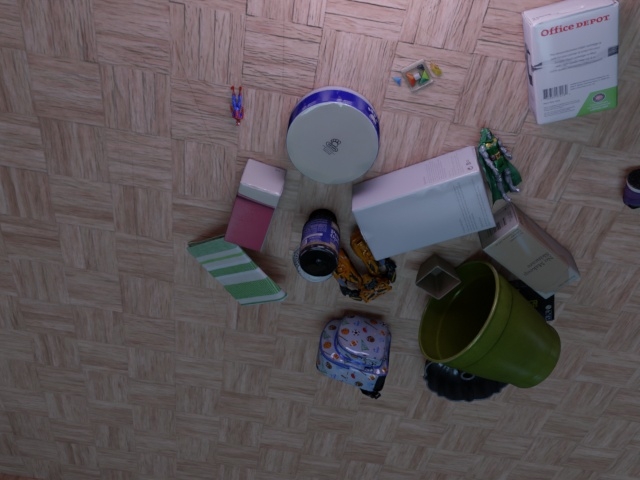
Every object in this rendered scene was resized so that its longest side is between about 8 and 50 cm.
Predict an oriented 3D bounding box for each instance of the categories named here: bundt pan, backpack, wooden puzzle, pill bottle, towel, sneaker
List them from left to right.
[{"bbox_3d":[-0.285,0.107,1.955,0.248,0.038,0.325,-11,129,42],"label":"towel"},{"bbox_3d":[0.000,0.000,1.780,0.123,0.219,0.122,2,129,3],"label":"pill bottle"},{"bbox_3d":[0.120,0.401,2.073,0.263,0.276,0.213,8,124,7],"label":"backpack"},{"bbox_3d":[0.262,-0.446,1.539,0.116,0.014,0.078,-29,120,25],"label":"wooden puzzle"},{"bbox_3d":[0.551,0.464,2.161,0.331,0.124,0.330,3,129,3],"label":"bundt pan"},{"bbox_3d":[1.035,-0.155,1.666,0.283,0.107,0.124,-3,143,12],"label":"sneaker"}]

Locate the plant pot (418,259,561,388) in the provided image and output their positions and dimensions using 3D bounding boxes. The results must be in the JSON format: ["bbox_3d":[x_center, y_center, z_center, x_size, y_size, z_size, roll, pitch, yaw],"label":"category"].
[{"bbox_3d":[0.577,0.305,1.875,0.353,0.366,0.366,30,125,-17],"label":"plant pot"}]

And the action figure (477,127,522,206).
[{"bbox_3d":[0.509,-0.223,1.644,0.137,0.063,0.232,-43,117,-19],"label":"action figure"}]

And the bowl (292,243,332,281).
[{"bbox_3d":[-0.015,0.088,1.940,0.170,0.080,0.170,2,127,3],"label":"bowl"}]

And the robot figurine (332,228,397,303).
[{"bbox_3d":[0.139,0.103,1.912,0.211,0.085,0.291,-31,127,9],"label":"robot figurine"}]

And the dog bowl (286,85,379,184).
[{"bbox_3d":[0.036,-0.294,1.619,0.265,0.104,0.265,2,129,3],"label":"dog bowl"}]

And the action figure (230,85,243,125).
[{"bbox_3d":[-0.238,-0.380,1.625,0.038,0.030,0.115,1,130,-2],"label":"action figure"}]

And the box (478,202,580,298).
[{"bbox_3d":[0.663,0.036,1.816,0.311,0.121,0.148,34,123,-20],"label":"box"}]

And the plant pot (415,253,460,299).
[{"bbox_3d":[0.390,0.112,1.915,0.109,0.096,0.109,32,124,-18],"label":"plant pot"}]

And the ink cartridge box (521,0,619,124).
[{"bbox_3d":[0.628,-0.455,1.436,0.198,0.114,0.273,-11,127,13],"label":"ink cartridge box"}]

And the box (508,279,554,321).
[{"bbox_3d":[0.719,0.215,2.001,0.191,0.045,0.184,-8,129,11],"label":"box"}]

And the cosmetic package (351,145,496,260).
[{"bbox_3d":[0.304,-0.106,1.716,0.385,0.156,0.217,-15,125,17],"label":"cosmetic package"}]

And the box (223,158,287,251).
[{"bbox_3d":[-0.202,-0.107,1.758,0.127,0.148,0.232,17,127,-8],"label":"box"}]
